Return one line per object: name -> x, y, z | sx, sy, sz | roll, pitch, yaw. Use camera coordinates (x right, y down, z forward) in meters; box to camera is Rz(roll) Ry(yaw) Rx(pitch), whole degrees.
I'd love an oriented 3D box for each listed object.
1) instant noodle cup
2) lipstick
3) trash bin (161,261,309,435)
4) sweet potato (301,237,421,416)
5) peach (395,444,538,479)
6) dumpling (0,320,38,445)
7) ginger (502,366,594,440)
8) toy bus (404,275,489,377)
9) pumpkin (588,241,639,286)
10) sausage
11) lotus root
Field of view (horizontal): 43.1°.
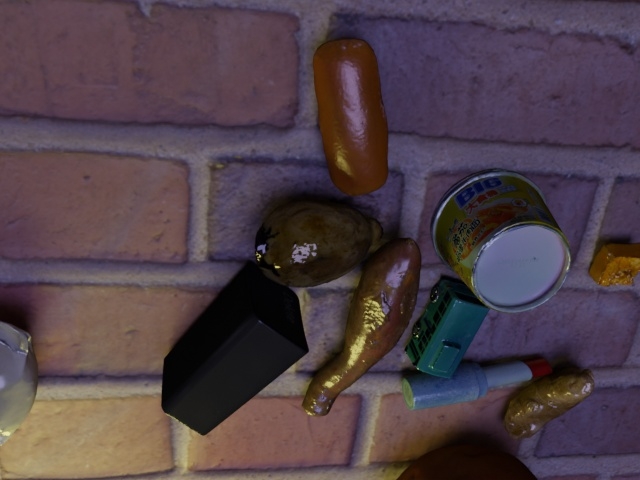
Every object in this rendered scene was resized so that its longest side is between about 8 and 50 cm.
instant noodle cup -> 0.293, 0.008, 1.272 | 0.205, 0.153, 0.205 | -5, 118, -10
lipstick -> 0.283, 0.248, 1.445 | 0.274, 0.068, 0.061 | -9, 132, -14
trash bin -> -0.140, 0.175, 1.274 | 0.115, 0.165, 0.225 | 37, 108, -26
sweet potato -> 0.079, 0.149, 1.339 | 0.109, 0.109, 0.385 | 14, 120, -17
peach -> 0.273, 0.555, 1.471 | 0.343, 0.301, 0.342 | -5, 117, -9
dumpling -> -0.520, 0.221, 1.243 | 0.162, 0.132, 0.250 | 8, 116, -19
ginger -> 0.424, 0.285, 1.486 | 0.081, 0.115, 0.205 | 44, 125, -10
toy bus -> 0.212, 0.152, 1.366 | 0.079, 0.092, 0.160 | 17, 113, -17
pumpkin -> 0.507, 0.036, 1.383 | 0.074, 0.054, 0.083 | 1, 139, -8
sausage -> 0.047, -0.174, 1.164 | 0.098, 0.098, 0.238 | -12, 117, -4
lotus root -> 0.000, 0.000, 1.233 | 0.214, 0.138, 0.138 | -13, 120, -16
